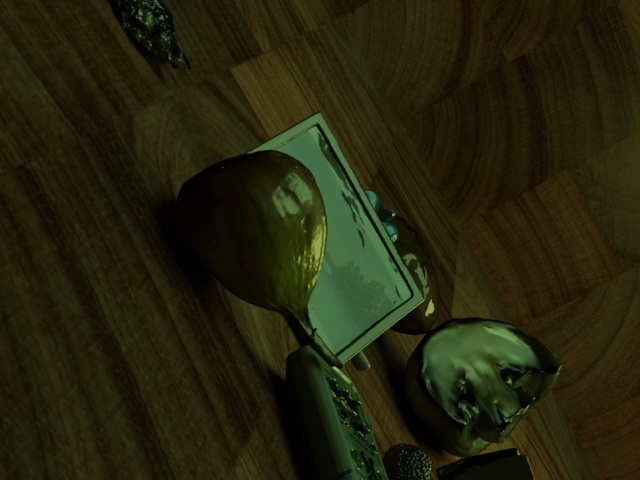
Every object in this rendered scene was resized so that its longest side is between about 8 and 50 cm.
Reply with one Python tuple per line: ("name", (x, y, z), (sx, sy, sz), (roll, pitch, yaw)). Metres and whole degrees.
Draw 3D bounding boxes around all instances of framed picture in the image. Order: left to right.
("framed picture", (0.000, 0.000, 1.713), (0.213, 0.016, 0.289), (-34, 96, -41))

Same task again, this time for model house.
("model house", (0.246, 0.381, 1.861), (0.248, 0.176, 0.181), (133, -57, -78))

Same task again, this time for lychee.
("lychee", (0.105, 0.286, 1.668), (0.083, 0.068, 0.067), (-64, 146, -56))

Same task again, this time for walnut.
("walnut", (0.106, 0.041, 2.094), (0.245, 0.137, 0.137), (65, 12, 20))

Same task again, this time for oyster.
("oyster", (-0.212, -0.276, 1.671), (0.148, 0.051, 0.103), (42, 13, -29))

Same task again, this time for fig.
("fig", (-0.044, 0.027, 1.435), (0.257, 0.159, 0.159), (60, 12, -4))

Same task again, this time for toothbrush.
("toothbrush", (-0.002, 0.072, 1.828), (0.257, 0.018, 0.024), (58, 15, -14))

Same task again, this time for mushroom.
("mushroom", (0.224, 0.234, 2.077), (0.189, 0.164, 0.267), (40, 43, 15))

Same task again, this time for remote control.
("remote control", (0.034, 0.268, 1.417), (0.128, 0.065, 0.335), (45, 20, -48))

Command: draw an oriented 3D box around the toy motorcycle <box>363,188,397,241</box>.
("toy motorcycle", (0.022, -0.026, 1.883), (0.272, 0.123, 0.182), (-114, -156, -48))
